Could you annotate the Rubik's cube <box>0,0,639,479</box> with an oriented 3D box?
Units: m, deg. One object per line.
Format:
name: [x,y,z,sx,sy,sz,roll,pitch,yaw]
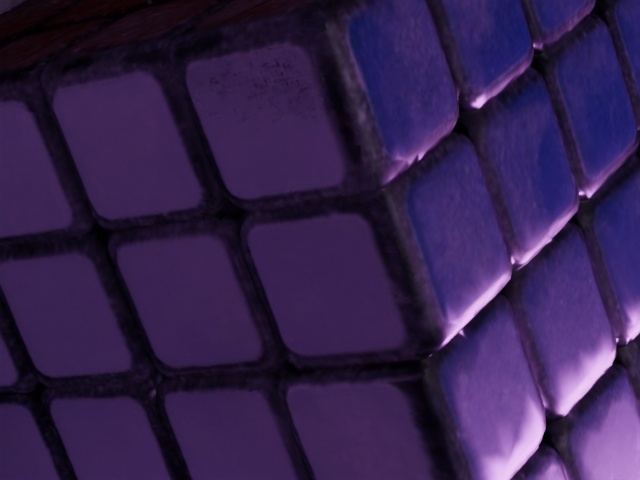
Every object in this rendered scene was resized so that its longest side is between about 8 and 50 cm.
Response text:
Rubik's cube: [0.000,0.000,1.056,0.344,0.344,0.337,-38,114,-47]
